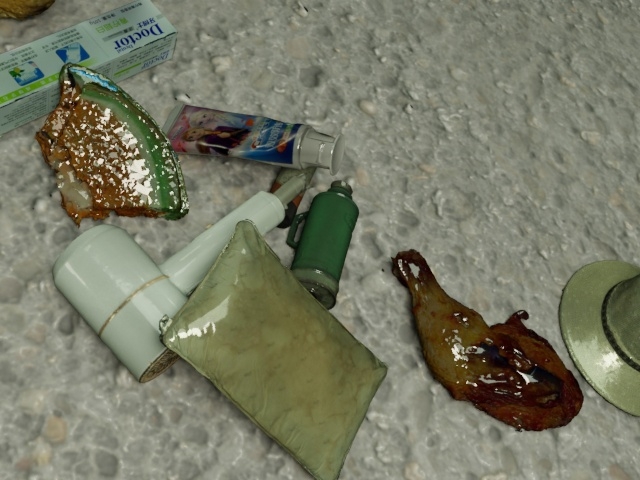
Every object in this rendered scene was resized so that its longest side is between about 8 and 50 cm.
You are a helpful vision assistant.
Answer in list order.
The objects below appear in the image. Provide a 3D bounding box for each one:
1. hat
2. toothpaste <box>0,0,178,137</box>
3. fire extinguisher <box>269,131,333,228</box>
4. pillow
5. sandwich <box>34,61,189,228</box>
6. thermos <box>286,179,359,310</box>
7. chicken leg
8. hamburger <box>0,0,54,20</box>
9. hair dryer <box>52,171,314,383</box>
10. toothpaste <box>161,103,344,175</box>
[{"bbox_3d":[0.490,0.118,1.167,0.257,0.130,0.257,9,60,-15],"label":"hat"},{"bbox_3d":[-0.353,-0.233,1.101,0.336,0.067,0.081,-34,77,-32],"label":"toothpaste"},{"bbox_3d":[-0.030,-0.097,1.150,0.062,0.050,0.177,34,56,-15],"label":"fire extinguisher"},{"bbox_3d":[-0.042,0.131,0.947,0.302,0.075,0.185,47,55,-24],"label":"pillow"},{"bbox_3d":[-0.271,-0.121,1.029,0.159,0.079,0.235,-22,91,-19],"label":"sandwich"},{"bbox_3d":[0.005,0.001,1.100,0.073,0.083,0.188,35,52,-24],"label":"thermos"},{"bbox_3d":[0.223,0.138,1.099,0.322,0.083,0.177,27,48,-5],"label":"chicken leg"},{"bbox_3d":[-0.458,-0.429,1.038,0.318,0.319,0.158,12,60,-13],"label":"hamburger"},{"bbox_3d":[-0.140,0.003,1.013,0.357,0.107,0.173,-39,82,-30],"label":"hair dryer"},{"bbox_3d":[-0.100,-0.138,1.103,0.266,0.061,0.096,11,54,17],"label":"toothpaste"}]
